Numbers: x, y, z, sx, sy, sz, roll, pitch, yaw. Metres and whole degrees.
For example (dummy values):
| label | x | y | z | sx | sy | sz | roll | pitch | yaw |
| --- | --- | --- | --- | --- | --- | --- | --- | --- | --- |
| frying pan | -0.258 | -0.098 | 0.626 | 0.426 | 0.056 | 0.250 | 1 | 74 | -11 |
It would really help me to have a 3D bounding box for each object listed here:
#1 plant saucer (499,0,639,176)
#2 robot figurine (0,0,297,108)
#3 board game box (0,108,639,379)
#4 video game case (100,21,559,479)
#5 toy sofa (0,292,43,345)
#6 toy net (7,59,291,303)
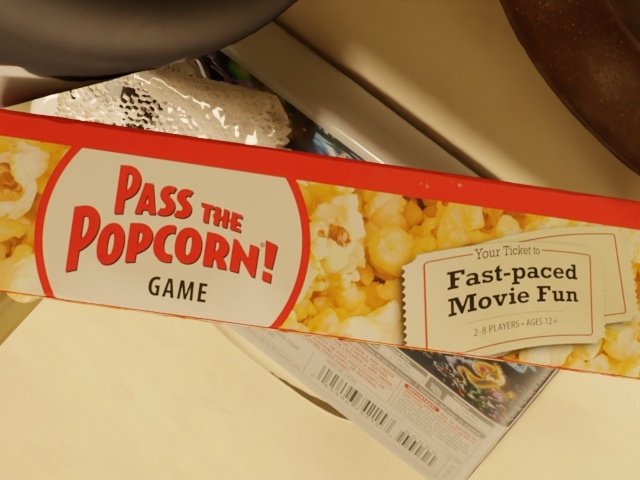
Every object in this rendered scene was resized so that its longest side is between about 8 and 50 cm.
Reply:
| label | x | y | z | sx | sy | sz | roll | pitch | yaw |
| --- | --- | --- | --- | --- | --- | --- | --- | --- | --- |
| plant saucer | 0.117 | -0.061 | 0.486 | 0.168 | 0.029 | 0.168 | 30 | 150 | 20 |
| robot figurine | -0.093 | -0.115 | 0.507 | 0.278 | 0.173 | 0.209 | -6 | 128 | 52 |
| board game box | 0.005 | 0.002 | 0.535 | 0.193 | 0.045 | 0.147 | 8 | -179 | -7 |
| video game case | 0.000 | 0.000 | 0.718 | 0.190 | 0.022 | 0.173 | 38 | 152 | 6 |
| toy sofa | -0.270 | -0.079 | 0.793 | 0.177 | 0.150 | 0.362 | 13 | 141 | 38 |
| toy net | -0.114 | -0.036 | 0.682 | 0.232 | 0.045 | 0.122 | -13 | 115 | 26 |
